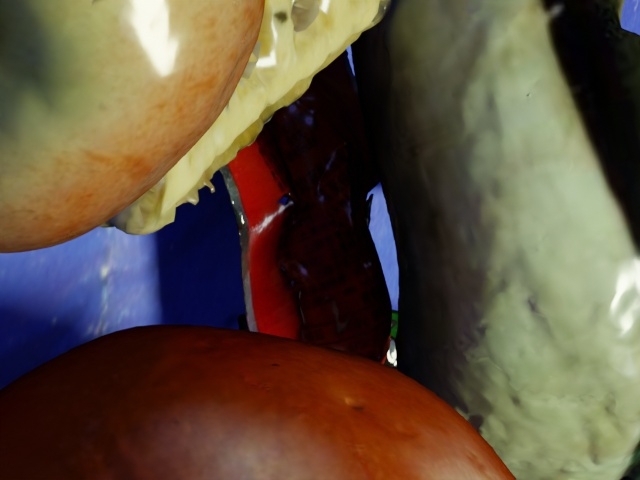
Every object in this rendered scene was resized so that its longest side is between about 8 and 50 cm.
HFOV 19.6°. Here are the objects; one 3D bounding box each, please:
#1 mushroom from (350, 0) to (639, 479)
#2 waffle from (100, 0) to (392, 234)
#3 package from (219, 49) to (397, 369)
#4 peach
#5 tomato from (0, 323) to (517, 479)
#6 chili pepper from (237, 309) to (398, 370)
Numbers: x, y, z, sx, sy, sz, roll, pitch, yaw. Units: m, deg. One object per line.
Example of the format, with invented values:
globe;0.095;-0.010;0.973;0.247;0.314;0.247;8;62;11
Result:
mushroom;0.081;-0.029;0.984;0.130;0.247;0.344;-4;88;-25
waffle;-0.053;-0.220;0.761;0.261;0.114;0.376;-43;141;-48
package;0.000;0.000;1.015;0.194;0.071;0.269;-49;133;-66
peach;-0.130;-0.105;0.583;0.232;0.232;0.232;-44;142;-47
tomato;-0.040;0.202;0.821;0.321;0.321;0.321;-44;142;-47
chili pepper;0.018;0.088;1.171;0.257;0.074;0.100;-15;116;-67
